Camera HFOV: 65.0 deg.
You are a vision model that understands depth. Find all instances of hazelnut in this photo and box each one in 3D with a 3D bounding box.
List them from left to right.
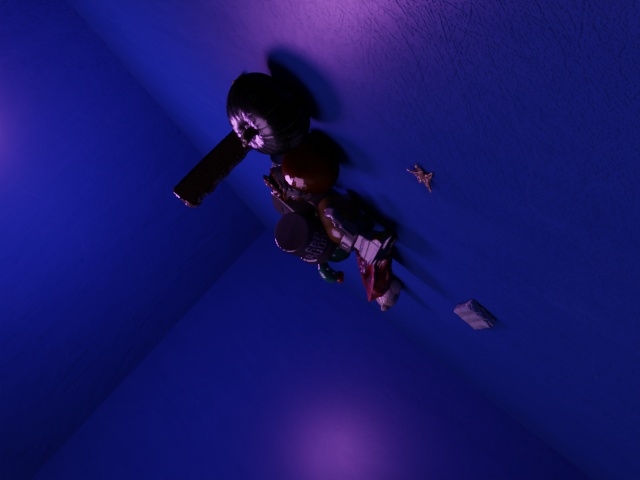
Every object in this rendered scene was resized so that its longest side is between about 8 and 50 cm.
[{"bbox_3d":[-0.033,-0.236,1.523,0.178,0.178,0.204,48,-160,-34],"label":"hazelnut"}]

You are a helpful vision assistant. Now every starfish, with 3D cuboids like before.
[{"bbox_3d":[0.244,-0.147,1.183,0.092,0.016,0.086,53,169,-25],"label":"starfish"}]

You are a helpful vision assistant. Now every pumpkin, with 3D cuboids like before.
[{"bbox_3d":[-0.148,-0.337,1.374,0.249,0.216,0.250,28,156,14],"label":"pumpkin"}]

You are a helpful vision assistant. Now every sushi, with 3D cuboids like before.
[{"bbox_3d":[-0.080,-0.203,1.724,0.124,0.130,0.332,55,-165,8],"label":"sushi"}]

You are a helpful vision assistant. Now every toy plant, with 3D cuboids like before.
[{"bbox_3d":[0.002,0.013,1.909,0.400,0.185,0.280,17,-122,-56],"label":"toy plant"}]

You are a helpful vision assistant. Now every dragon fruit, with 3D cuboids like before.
[{"bbox_3d":[0.231,0.083,1.954,0.211,0.134,0.262,106,153,-66],"label":"dragon fruit"}]

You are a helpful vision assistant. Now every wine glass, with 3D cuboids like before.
[{"bbox_3d":[-0.157,-0.302,1.990,0.079,0.079,0.195,41,169,6],"label":"wine glass"}]

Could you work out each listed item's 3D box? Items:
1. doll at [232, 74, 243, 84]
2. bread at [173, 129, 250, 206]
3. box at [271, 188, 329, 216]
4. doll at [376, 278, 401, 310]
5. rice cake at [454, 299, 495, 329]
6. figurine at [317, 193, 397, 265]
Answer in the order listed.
[{"bbox_3d":[-0.229,-0.466,1.585,0.113,0.072,0.135,35,167,-7],"label":"doll"},{"bbox_3d":[-0.368,-0.295,1.873,0.113,0.416,0.165,45,175,-15],"label":"bread"},{"bbox_3d":[-0.083,-0.167,2.029,0.220,0.166,0.290,42,170,8],"label":"box"},{"bbox_3d":[0.277,0.175,2.325,0.149,0.175,0.278,-30,101,41],"label":"doll"},{"bbox_3d":[0.542,0.267,1.783,0.124,0.038,0.211,42,172,5],"label":"rice cake"},{"bbox_3d":[0.110,-0.049,1.743,0.285,0.167,0.342,37,165,17],"label":"figurine"}]
